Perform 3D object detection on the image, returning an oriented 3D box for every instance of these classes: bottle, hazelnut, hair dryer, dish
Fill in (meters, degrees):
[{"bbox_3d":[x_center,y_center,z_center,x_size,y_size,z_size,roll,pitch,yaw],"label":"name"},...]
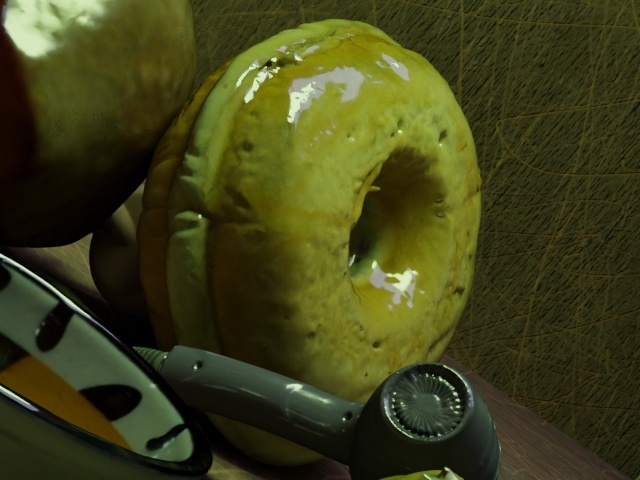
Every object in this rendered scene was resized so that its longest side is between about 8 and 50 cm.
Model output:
[{"bbox_3d":[-0.127,0.031,1.685,0.206,0.173,0.297,48,13,32],"label":"bottle"},{"bbox_3d":[-0.301,-0.164,1.485,0.365,0.366,0.366,35,4,-3],"label":"hazelnut"},{"bbox_3d":[-0.026,0.160,1.313,0.361,0.121,0.301,20,-30,14],"label":"hair dryer"},{"bbox_3d":[-0.204,0.084,0.854,0.303,0.120,0.303,35,4,-3],"label":"dish"}]

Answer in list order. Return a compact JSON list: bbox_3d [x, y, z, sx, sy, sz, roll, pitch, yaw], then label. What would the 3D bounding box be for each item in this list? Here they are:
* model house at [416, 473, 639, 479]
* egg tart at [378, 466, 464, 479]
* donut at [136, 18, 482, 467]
[{"bbox_3d":[0.135,0.217,0.705,0.300,0.324,0.340,39,5,26],"label":"model house"},{"bbox_3d":[0.120,0.278,1.065,0.388,0.169,0.388,37,-1,0],"label":"egg tart"},{"bbox_3d":[0.000,0.000,1.514,0.198,0.449,0.449,4,-15,35],"label":"donut"}]
